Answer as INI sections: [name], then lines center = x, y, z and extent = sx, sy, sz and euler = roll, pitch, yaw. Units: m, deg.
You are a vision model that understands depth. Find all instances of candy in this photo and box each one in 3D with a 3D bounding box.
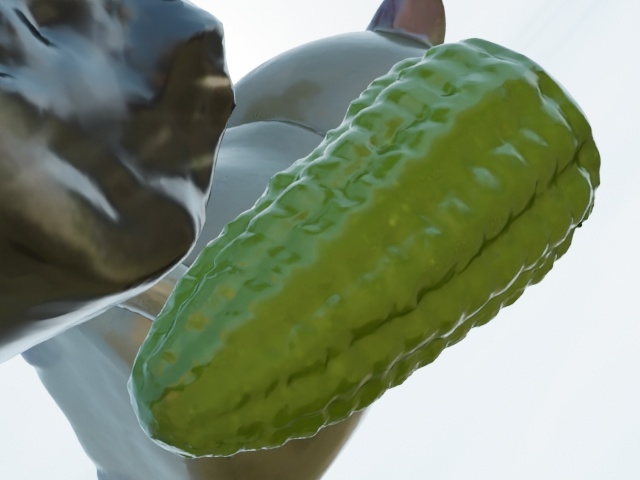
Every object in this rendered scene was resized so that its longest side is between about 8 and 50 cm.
[candy]
center = 0.013, 0.008, 0.677
extent = 0.209, 0.096, 0.097
euler = -38, -24, -36

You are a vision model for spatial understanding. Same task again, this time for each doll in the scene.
[doll]
center = -0.025, 0.018, 1.143
extent = 0.226, 0.215, 0.370
euler = -31, 8, 41

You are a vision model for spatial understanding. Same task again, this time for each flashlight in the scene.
[flashlight]
center = -0.195, 0.038, 0.507
extent = 0.424, 0.103, 0.103
euler = -27, -10, 36
